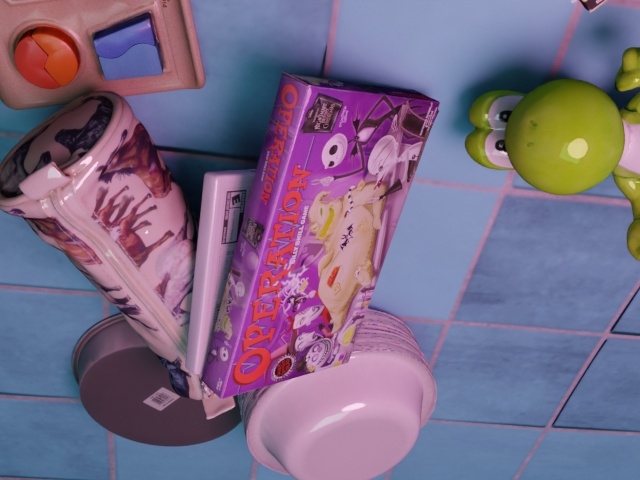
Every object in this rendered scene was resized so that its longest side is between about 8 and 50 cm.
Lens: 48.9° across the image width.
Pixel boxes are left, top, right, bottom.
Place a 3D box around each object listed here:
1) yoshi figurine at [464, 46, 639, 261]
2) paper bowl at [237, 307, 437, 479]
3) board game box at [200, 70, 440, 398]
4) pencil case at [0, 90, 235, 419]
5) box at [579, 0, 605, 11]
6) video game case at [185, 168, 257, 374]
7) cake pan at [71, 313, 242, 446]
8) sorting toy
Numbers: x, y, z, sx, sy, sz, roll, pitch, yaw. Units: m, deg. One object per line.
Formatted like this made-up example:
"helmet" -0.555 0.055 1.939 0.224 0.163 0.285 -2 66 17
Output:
"yoshi figurine" 0.333 -0.093 0.707 0.362 0.203 0.203 4 155 5
"paper bowl" 0.030 0.245 1.017 0.284 0.148 0.284 -10 131 -11
"board game box" 0.000 0.000 0.769 0.208 0.056 0.346 -3 119 -42
"pencil case" -0.192 0.025 0.804 0.160 0.183 0.410 -28 133 0
"box" 0.190 -0.312 0.616 0.058 0.087 0.232 -36 125 25
"video game case" -0.056 0.027 0.811 0.206 0.026 0.227 -9 114 -44
"cake pan" -0.235 0.222 1.078 0.293 0.054 0.293 -1 131 -1
"sorting toy" -0.247 -0.265 0.662 0.229 0.041 0.307 -5 131 1
